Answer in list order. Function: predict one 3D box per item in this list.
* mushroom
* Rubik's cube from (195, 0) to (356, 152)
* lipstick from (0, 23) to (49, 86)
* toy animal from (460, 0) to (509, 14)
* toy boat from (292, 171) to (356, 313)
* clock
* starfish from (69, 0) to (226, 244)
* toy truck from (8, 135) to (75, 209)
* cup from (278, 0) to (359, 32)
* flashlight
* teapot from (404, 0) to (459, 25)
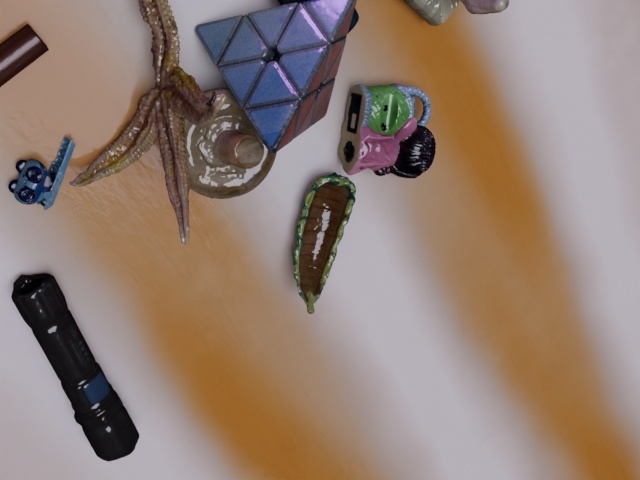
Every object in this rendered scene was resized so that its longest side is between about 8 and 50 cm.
[{"bbox_3d":[-0.165,-0.169,1.400,0.207,0.215,0.207,-8,108,-24],"label":"mushroom"},{"bbox_3d":[-0.057,-0.302,1.388,0.233,0.228,0.229,-20,108,-24],"label":"Rubik's cube"},{"bbox_3d":[-0.607,-0.228,1.275,0.356,0.057,0.057,-39,120,-5],"label":"lipstick"},{"bbox_3d":[0.337,-0.553,1.443,0.188,0.308,0.266,8,117,-42],"label":"toy animal"},{"bbox_3d":[-0.005,0.000,1.609,0.108,0.099,0.293,11,98,-25],"label":"toy boat"},{"bbox_3d":[0.148,-0.222,1.583,0.195,0.100,0.194,3,107,-26],"label":"clock"},{"bbox_3d":[-0.282,-0.230,1.301,0.132,0.384,0.398,8,124,-43],"label":"starfish"},{"bbox_3d":[-0.492,-0.125,1.367,0.074,0.063,0.136,15,103,-48],"label":"toy truck"},{"bbox_3d":[0.006,-0.449,1.422,0.150,0.113,0.138,-40,122,-2],"label":"cup"},{"bbox_3d":[-0.475,0.250,1.501,0.103,0.103,0.424,-26,117,-12],"label":"flashlight"},{"bbox_3d":[0.178,-0.498,1.481,0.200,0.107,0.077,33,98,-30],"label":"teapot"}]
